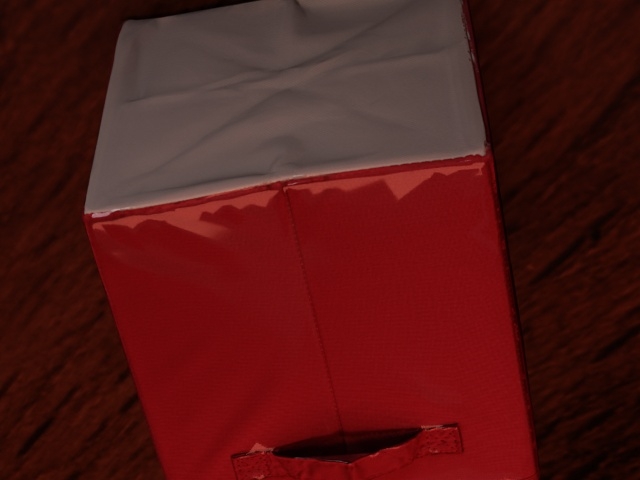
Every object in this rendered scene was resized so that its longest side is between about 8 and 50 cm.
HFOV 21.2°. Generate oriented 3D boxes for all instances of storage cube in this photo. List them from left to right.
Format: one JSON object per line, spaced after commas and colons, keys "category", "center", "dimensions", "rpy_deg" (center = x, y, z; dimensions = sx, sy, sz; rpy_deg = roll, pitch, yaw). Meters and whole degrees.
{"category": "storage cube", "center": [0.000, 0.000, 0.845], "dimensions": [0.184, 0.215, 0.193], "rpy_deg": [-8, 126, 6]}
